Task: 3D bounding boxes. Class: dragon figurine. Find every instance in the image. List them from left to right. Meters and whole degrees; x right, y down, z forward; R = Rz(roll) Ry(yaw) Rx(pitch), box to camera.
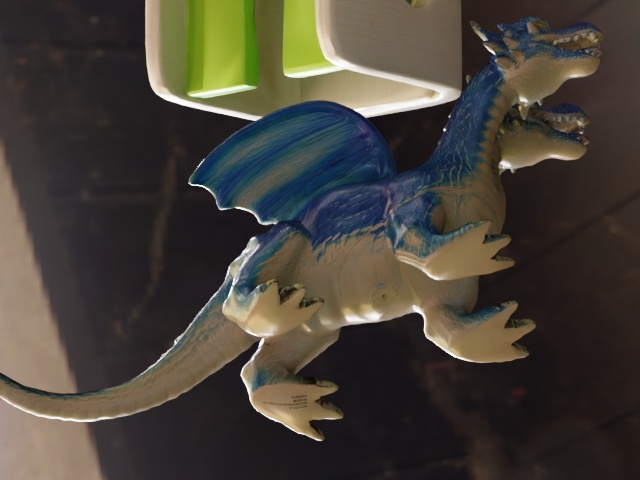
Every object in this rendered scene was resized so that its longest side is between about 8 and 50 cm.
[{"bbox_3d":[0.000,0.000,0.798,0.144,0.289,0.085,-110,178,-54],"label":"dragon figurine"}]

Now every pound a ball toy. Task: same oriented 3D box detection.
[{"bbox_3d":[-0.025,-0.221,0.958,0.208,0.136,0.319,-7,-101,42],"label":"pound a ball toy"}]
